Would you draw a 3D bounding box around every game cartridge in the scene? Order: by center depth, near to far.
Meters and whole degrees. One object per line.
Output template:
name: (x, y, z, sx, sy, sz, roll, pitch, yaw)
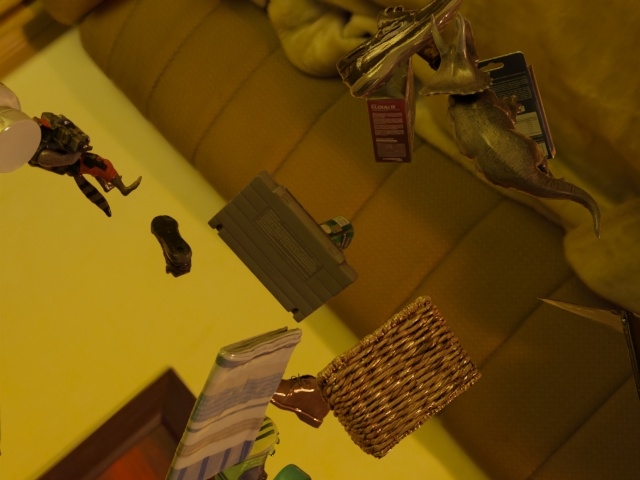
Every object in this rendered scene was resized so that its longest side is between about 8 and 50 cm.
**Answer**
game cartridge: (-0.093, 0.017, 1.956, 0.355, 0.230, 0.068, 49, -151, -4)

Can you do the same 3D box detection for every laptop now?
laptop: (0.731, 0.306, 1.747, 0.382, 0.407, 0.236, 22, 140, -24)

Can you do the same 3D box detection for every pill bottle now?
pill bottle: (-0.745, -0.280, 1.625, 0.319, 0.176, 0.176, 36, 167, 14)

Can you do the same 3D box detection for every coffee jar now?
coffee jar: (0.000, 0.000, 2.102, 0.079, 0.184, 0.096, 47, 134, 26)

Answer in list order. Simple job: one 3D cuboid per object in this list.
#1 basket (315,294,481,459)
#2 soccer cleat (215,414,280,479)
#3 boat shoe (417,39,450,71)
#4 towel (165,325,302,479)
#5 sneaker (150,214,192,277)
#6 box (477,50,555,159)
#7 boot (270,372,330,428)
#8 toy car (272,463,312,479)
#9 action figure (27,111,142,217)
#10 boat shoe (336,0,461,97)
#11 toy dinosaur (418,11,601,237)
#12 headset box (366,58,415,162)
basket: (0.144, 0.274, 1.656, 0.223, 0.299, 0.213, 55, 169, -5)
soccer cleat: (-0.164, 0.446, 1.694, 0.121, 0.093, 0.289, 46, -164, -11)
boat shoe: (0.293, -0.451, 1.912, 0.178, 0.060, 0.064, 36, 151, 37)
towel: (-0.139, 0.273, 1.255, 0.034, 0.285, 0.209, 33, -160, 25)
sneaker: (-0.443, 0.024, 2.303, 0.227, 0.087, 0.130, 50, 145, 39)
box: (0.368, -0.257, 1.533, 0.137, 0.036, 0.225, -8, 116, 32)
boot: (-0.079, 0.379, 2.008, 0.305, 0.115, 0.112, 35, -176, -39)
toy car: (-0.033, 0.447, 0.976, 0.219, 0.210, 0.238, 32, -157, 19)
action figure: (-0.626, -0.196, 1.959, 0.330, 0.178, 0.341, 29, -177, -30)
boat shoe: (0.182, -0.489, 1.821, 0.130, 0.355, 0.132, 48, -174, 2)
toy dinosaur: (0.216, -0.116, 0.952, 0.160, 0.121, 0.313, 5, -125, -56)
headset box: (0.200, -0.391, 2.165, 0.110, 0.218, 0.293, 1, 147, 11)
